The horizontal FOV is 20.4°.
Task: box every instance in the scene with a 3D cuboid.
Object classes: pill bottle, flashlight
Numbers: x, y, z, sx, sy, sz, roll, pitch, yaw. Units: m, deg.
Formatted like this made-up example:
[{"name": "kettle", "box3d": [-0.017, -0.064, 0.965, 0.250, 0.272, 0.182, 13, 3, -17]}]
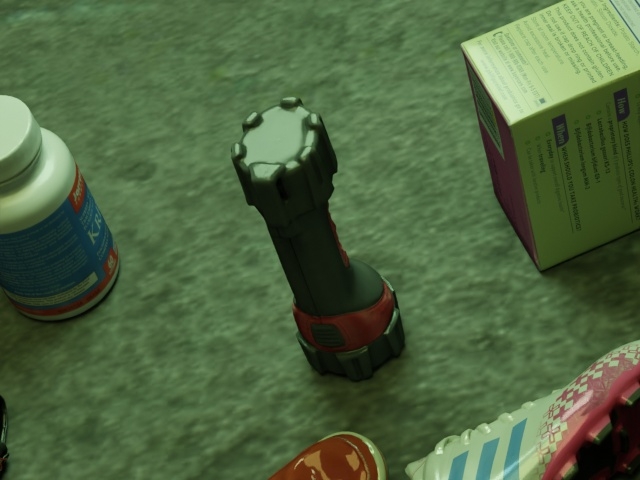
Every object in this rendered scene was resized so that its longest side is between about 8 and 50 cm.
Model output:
[{"name": "pill bottle", "box3d": [-0.284, -0.032, 1.724, 0.124, 0.221, 0.124, -8, 51, 10]}, {"name": "flashlight", "box3d": [0.000, 0.000, 1.559, 0.103, 0.304, 0.103, -33, 49, -12]}]

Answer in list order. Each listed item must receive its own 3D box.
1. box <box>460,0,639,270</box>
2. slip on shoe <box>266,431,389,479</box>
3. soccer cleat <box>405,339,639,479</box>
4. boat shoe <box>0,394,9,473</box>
[{"name": "box", "box3d": [0.274, -0.120, 1.633, 0.243, 0.214, 0.117, -23, 50, -2]}, {"name": "slip on shoe", "box3d": [-0.072, 0.276, 1.492, 0.331, 0.101, 0.123, -39, 50, -17]}, {"name": "soccer cleat", "box3d": [0.158, 0.184, 1.486, 0.143, 0.116, 0.331, 32, 66, 34]}, {"name": "boat shoe", "box3d": [-0.314, 0.198, 1.660, 0.042, 0.049, 0.133, -19, 44, 11]}]
